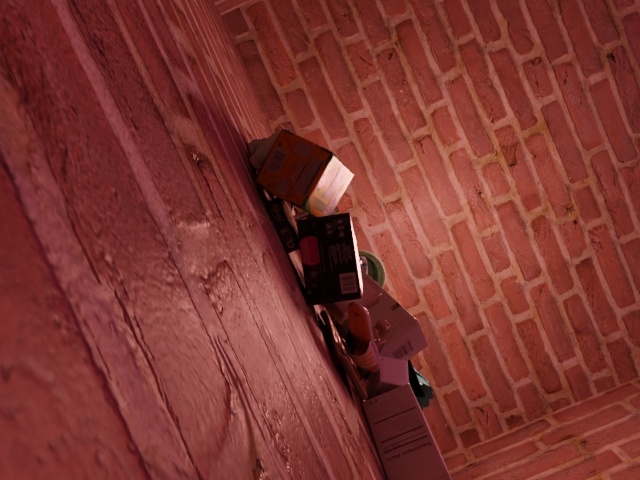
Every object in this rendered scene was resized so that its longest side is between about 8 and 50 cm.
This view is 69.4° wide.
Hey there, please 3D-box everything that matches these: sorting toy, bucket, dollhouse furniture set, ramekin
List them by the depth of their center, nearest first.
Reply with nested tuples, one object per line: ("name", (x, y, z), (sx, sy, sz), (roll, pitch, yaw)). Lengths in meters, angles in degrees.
("sorting toy", (0.080, 0.388, 1.446), (0.307, 0.041, 0.229), (65, -1, -32))
("dollhouse furniture set", (0.055, 0.287, 1.580), (0.303, 0.174, 0.355), (46, -41, 31))
("bucket", (0.426, 0.782, 2.413), (0.183, 0.281, 0.281), (55, -7, 52))
("ramekin", (0.179, 0.187, 2.452), (0.148, 0.303, 0.303), (-140, -155, -78))

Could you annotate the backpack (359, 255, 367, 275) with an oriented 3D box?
("backpack", (0.129, 0.176, 2.225), (0.225, 0.191, 0.253), (-73, 175, -83))

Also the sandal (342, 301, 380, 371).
("sandal", (0.105, 0.299, 1.369), (0.102, 0.076, 0.265), (17, -47, 43))

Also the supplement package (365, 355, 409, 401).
("supplement package", (0.230, 0.501, 1.614), (0.105, 0.105, 0.179), (-83, -174, -49))

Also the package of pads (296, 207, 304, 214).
("package of pads", (-0.032, -0.057, 2.401), (0.296, 0.101, 0.229), (-112, 178, -47))

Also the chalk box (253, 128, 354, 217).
("chalk box", (-0.030, -0.180, 1.391), (0.179, 0.180, 0.289), (30, 4, 21))

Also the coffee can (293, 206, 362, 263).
("coffee can", (0.018, -0.001, 1.810), (0.201, 0.201, 0.275), (-91, 156, -83))

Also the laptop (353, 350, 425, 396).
("laptop", (0.278, 0.518, 2.211), (0.236, 0.408, 0.382), (-53, 125, -47))

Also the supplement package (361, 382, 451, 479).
("supplement package", (0.272, 0.645, 1.463), (0.177, 0.175, 0.293), (65, 3, -47))

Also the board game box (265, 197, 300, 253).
("board game box", (-0.106, -0.050, 1.464), (0.243, 0.042, 0.165), (-56, 122, -87))

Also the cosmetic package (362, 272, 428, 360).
("cosmetic package", (0.213, 0.319, 1.820), (0.385, 0.217, 0.156), (41, -18, 52))

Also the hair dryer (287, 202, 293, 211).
("hair dryer", (-0.135, -0.197, 1.792), (0.293, 0.080, 0.224), (-60, 126, -86))

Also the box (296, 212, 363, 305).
("box", (0.032, 0.058, 1.363), (0.142, 0.163, 0.247), (45, 37, -83))

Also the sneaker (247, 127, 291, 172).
("sneaker", (-0.152, -0.303, 1.497), (0.094, 0.151, 0.256), (50, 9, -25))
